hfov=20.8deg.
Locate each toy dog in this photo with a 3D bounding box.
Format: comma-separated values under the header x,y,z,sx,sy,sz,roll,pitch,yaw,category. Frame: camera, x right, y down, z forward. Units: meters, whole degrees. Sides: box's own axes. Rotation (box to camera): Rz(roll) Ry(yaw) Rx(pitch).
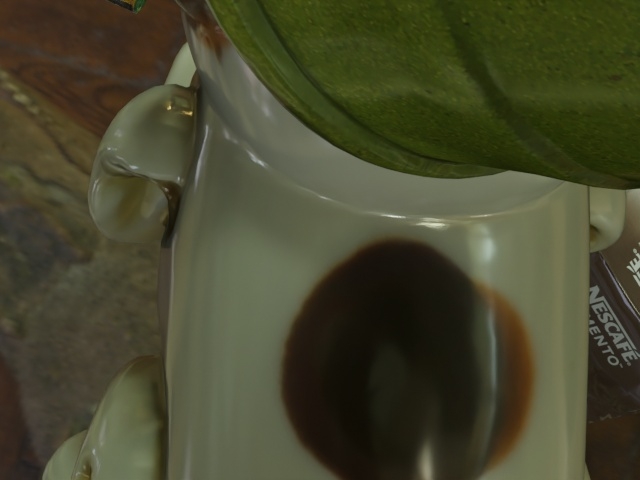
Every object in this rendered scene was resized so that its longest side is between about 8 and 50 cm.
x,y,z,sx,sy,sz,roll,pitch,yaw,category
0.012,-0.001,0.785,0.285,0.395,0.408,8,109,1,toy dog

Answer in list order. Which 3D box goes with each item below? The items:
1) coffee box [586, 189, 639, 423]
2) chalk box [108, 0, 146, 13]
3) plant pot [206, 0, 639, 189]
x,y,z,sx,sy,sz,roll,pitch,yaw,category
0.252,0.001,1.268,0.098,0.246,0.141,-21,107,48,coffee box
-0.131,-0.277,1.160,0.132,0.213,0.132,24,129,-6,chalk box
0.204,-0.157,0.427,0.353,0.366,0.366,17,84,37,plant pot
